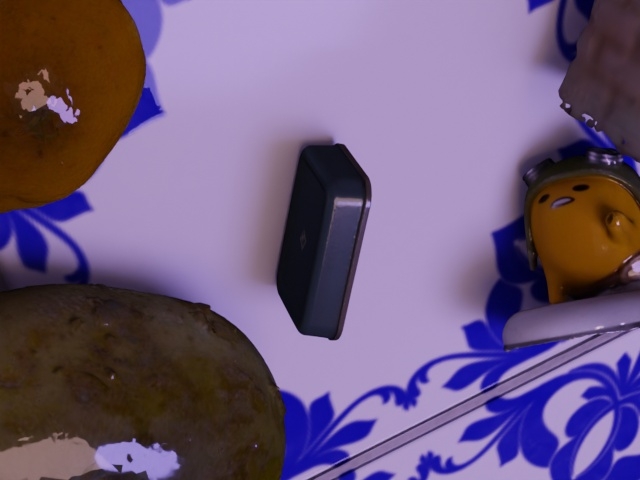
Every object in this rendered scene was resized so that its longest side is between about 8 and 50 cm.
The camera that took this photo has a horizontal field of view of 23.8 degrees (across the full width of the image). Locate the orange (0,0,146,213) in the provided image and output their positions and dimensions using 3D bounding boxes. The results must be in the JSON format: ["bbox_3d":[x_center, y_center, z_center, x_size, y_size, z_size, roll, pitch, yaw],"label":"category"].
[{"bbox_3d":[-0.183,-0.091,0.929,0.160,0.112,0.170,6,101,-26],"label":"orange"}]

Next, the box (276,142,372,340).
[{"bbox_3d":[0.000,0.000,1.066,0.031,0.091,0.126,4,115,-19],"label":"box"}]

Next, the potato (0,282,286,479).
[{"bbox_3d":[-0.158,0.133,1.013,0.307,0.173,0.210,12,112,-32],"label":"potato"}]

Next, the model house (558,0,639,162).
[{"bbox_3d":[0.475,-0.185,1.012,0.445,0.395,0.400,3,113,-35],"label":"model house"}]

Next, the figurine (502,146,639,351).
[{"bbox_3d":[0.233,0.001,1.181,0.250,0.166,0.141,-4,81,-49],"label":"figurine"}]
